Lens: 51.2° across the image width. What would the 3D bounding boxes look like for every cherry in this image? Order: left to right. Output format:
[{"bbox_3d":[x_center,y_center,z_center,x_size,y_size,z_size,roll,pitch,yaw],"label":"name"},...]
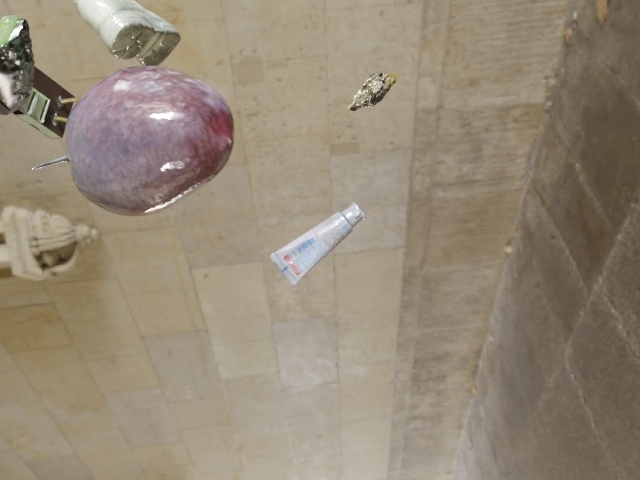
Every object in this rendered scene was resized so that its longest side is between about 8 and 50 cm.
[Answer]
[{"bbox_3d":[-0.229,-0.135,0.890,0.183,0.266,0.213,65,-145,-47],"label":"cherry"}]

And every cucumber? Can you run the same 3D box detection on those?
[{"bbox_3d":[-0.503,-0.263,1.024,0.193,0.115,0.086,129,148,-64],"label":"cucumber"}]

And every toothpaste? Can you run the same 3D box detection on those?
[{"bbox_3d":[0.000,0.000,1.558,0.089,0.234,0.057,51,170,9],"label":"toothpaste"}]

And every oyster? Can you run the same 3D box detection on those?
[{"bbox_3d":[0.127,-0.354,1.609,0.051,0.148,0.103,43,-178,8],"label":"oyster"}]

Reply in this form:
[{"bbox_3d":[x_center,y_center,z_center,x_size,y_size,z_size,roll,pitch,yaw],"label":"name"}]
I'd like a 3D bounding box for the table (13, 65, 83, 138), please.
[{"bbox_3d":[-0.667,-0.351,1.580,0.240,0.111,0.122,42,-126,-60],"label":"table"}]

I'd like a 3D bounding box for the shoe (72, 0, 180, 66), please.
[{"bbox_3d":[-0.488,-0.553,1.676,0.210,0.132,0.342,47,-167,1],"label":"shoe"}]
